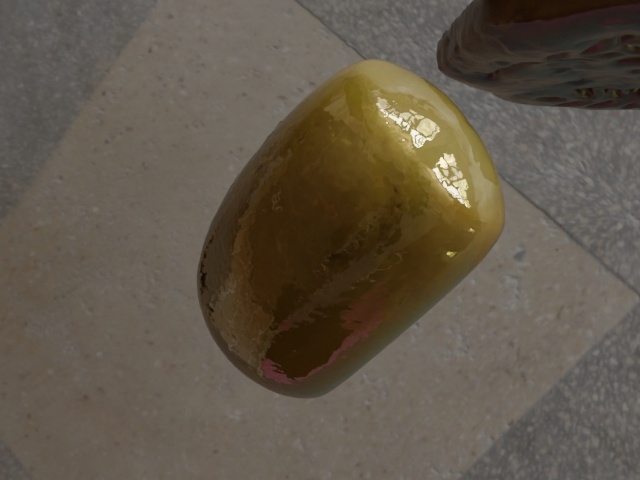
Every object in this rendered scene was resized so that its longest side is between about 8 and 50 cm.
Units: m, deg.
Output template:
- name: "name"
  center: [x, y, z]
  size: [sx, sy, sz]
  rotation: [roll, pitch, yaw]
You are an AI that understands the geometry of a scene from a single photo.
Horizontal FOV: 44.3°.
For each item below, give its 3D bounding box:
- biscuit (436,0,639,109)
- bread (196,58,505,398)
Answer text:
- name: "biscuit"
  center: [0.265, -0.143, 0.593]
  size: [0.360, 0.359, 0.046]
  rotation: [0, 88, 21]
- name: "bread"
  center: [0.000, 0.000, 0.465]
  size: [0.147, 0.098, 0.217]
  rotation: [55, 130, 22]
